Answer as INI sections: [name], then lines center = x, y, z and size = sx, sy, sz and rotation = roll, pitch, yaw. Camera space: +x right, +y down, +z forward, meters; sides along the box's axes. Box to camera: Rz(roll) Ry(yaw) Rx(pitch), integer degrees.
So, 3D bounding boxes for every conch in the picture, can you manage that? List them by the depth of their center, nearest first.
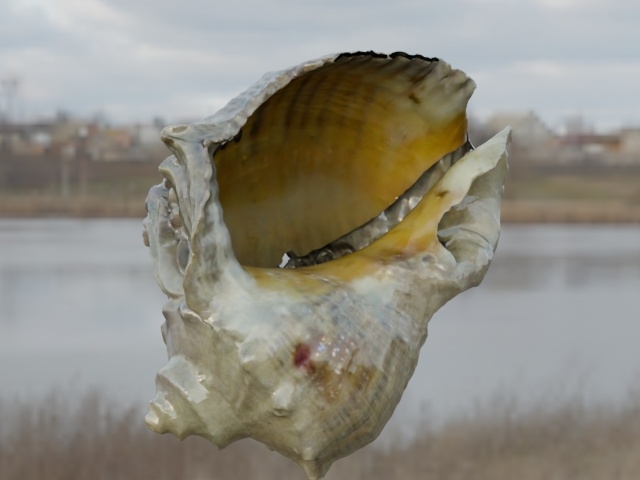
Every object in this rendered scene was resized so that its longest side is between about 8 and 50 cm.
[conch]
center = 0.000, 0.000, 0.949
size = 0.245, 0.178, 0.163
rotation = -37, 51, -21
